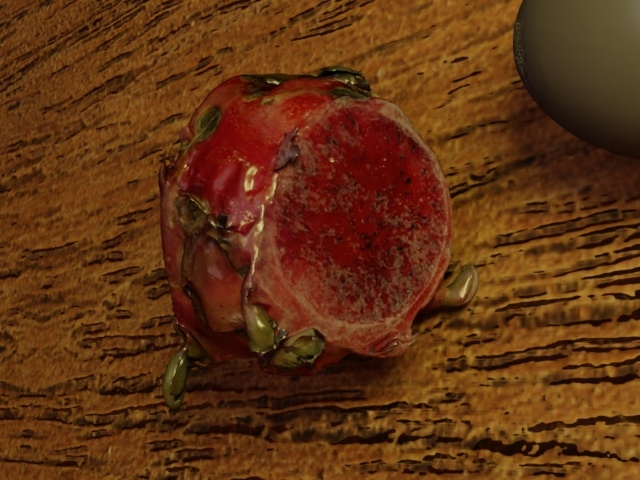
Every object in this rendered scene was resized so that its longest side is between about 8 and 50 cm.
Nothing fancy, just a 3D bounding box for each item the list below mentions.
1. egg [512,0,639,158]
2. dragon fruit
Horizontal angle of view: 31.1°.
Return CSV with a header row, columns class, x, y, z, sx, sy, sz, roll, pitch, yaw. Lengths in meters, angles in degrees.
class,x,y,z,sx,sy,sz,roll,pitch,yaw
egg,0.196,-0.118,0.652,0.199,0.146,0.146,15,89,56
dragon fruit,0.000,0.000,0.787,0.147,0.211,0.282,5,60,41
